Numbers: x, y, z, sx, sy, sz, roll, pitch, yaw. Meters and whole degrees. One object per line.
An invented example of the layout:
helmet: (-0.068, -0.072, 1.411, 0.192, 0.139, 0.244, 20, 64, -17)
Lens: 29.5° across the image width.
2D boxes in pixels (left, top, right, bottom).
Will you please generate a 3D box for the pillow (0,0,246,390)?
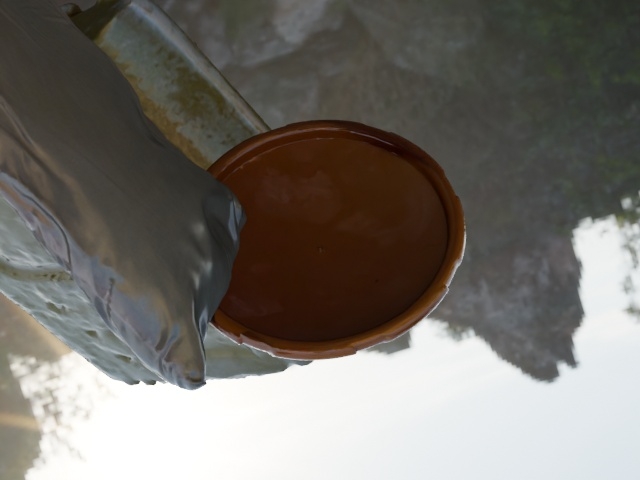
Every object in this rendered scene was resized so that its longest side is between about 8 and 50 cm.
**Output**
pillow: (-0.135, -0.056, 0.665, 0.067, 0.270, 0.173, -37, -168, 23)

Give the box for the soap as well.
soap: (-0.162, -0.026, 1.011, 0.293, 0.335, 0.156, -6, -131, 40)

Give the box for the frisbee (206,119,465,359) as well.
frisbee: (0.000, 0.000, 0.808, 0.192, 0.192, 0.035, -17, 145, -5)
